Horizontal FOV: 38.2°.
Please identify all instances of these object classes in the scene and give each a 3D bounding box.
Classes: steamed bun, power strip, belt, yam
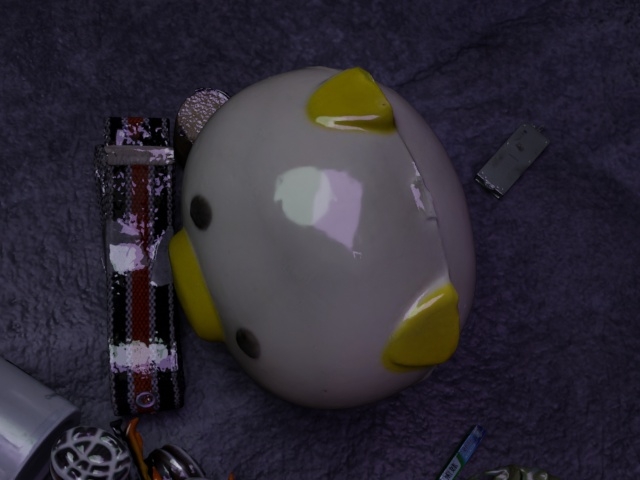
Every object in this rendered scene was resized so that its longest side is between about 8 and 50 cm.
[{"bbox_3d":[0.005,-0.002,1.020,0.334,0.334,0.374,-22,90,-15],"label":"steamed bun"},{"bbox_3d":[0.267,-0.114,1.265,0.051,0.019,0.136,39,70,9],"label":"power strip"},{"bbox_3d":[-0.215,0.027,1.102,0.094,0.126,0.359,-1,76,-18],"label":"belt"},{"bbox_3d":[-0.145,-0.132,1.161,0.084,0.127,0.084,3,74,-9],"label":"yam"}]

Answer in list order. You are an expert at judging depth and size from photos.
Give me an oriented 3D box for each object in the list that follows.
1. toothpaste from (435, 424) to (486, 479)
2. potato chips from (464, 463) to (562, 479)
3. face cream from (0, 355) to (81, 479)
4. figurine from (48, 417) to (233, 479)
[{"bbox_3d":[0.170,0.260,1.113,0.017,0.020,0.083,39,70,3],"label":"toothpaste"},{"bbox_3d":[0.238,0.459,1.004,0.373,0.097,0.389,39,71,20],"label":"potato chips"},{"bbox_3d":[-0.453,0.142,1.006,0.370,0.145,0.145,34,69,4],"label":"face cream"},{"bbox_3d":[-0.122,0.329,0.903,0.323,0.320,0.196,37,88,26],"label":"figurine"}]
